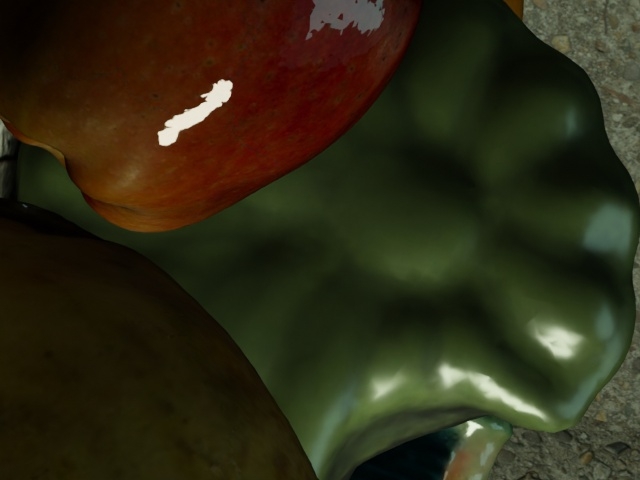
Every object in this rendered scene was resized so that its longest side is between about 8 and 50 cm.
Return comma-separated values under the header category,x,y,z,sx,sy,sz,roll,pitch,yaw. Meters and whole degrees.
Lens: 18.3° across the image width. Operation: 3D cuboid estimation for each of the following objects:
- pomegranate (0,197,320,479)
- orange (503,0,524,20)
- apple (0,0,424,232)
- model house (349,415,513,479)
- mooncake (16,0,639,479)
category,x,y,z,sx,sy,sz,roll,pitch,yaw
pomegranate,-0.124,0.125,0.683,0.281,0.281,0.281,16,90,-84
orange,0.025,-0.174,1.403,0.246,0.246,0.246,16,90,-84
apple,-0.062,-0.122,0.930,0.234,0.234,0.234,16,90,-84
model house,-0.039,0.153,1.356,0.245,0.312,0.280,54,54,-79
mooncake,0.000,0.000,1.111,0.187,0.351,0.351,85,22,-76
